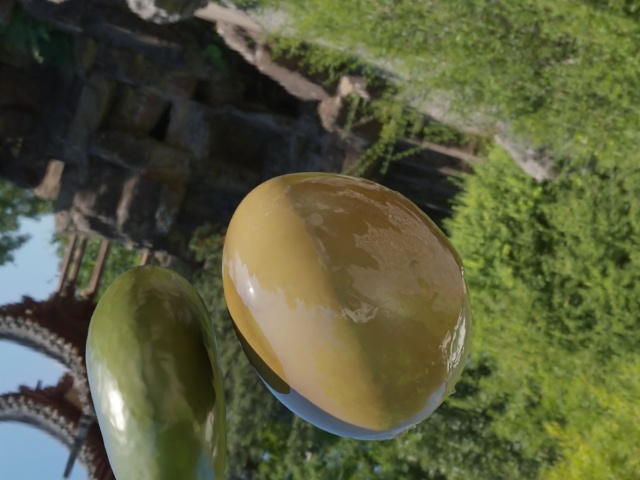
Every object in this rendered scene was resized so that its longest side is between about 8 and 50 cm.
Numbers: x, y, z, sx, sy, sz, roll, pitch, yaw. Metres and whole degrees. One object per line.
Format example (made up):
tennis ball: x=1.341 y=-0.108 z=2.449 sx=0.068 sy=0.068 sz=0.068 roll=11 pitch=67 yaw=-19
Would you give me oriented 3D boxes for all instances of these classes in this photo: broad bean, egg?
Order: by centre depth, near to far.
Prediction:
egg: x=0.020 y=0.049 z=0.725 sx=0.244 sy=0.201 sz=0.201 roll=47 pitch=171 yaw=-24
broad bean: x=-0.154 y=0.141 z=0.809 sx=0.119 sy=0.237 sz=0.291 roll=-5 pitch=176 yaw=-11
